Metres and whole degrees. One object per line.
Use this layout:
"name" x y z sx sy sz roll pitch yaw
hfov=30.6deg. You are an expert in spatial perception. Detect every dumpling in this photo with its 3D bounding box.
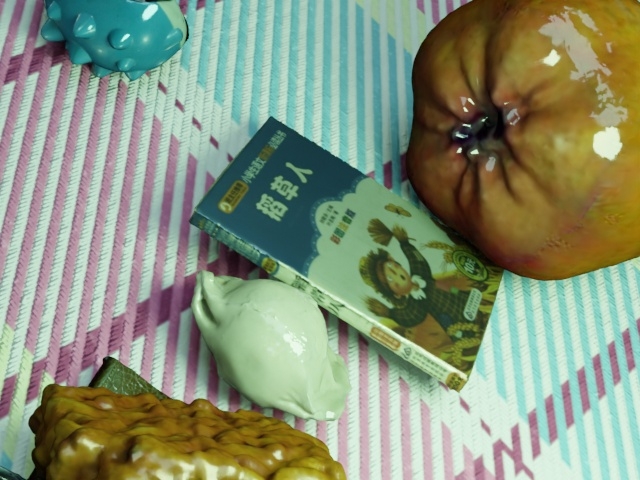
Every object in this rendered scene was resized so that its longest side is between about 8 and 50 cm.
"dumpling" -0.058 0.124 1.508 0.258 0.147 0.193 41 23 3

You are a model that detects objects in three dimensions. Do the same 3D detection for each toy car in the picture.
"toy car" -0.323 -0.347 1.744 0.255 0.188 0.190 40 77 16

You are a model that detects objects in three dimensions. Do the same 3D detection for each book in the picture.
"book" 0.053 0.007 1.650 0.428 0.039 0.300 32 36 -1

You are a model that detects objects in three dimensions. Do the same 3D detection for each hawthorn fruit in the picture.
"hawthorn fruit" 0.371 -0.172 1.727 0.471 0.472 0.472 11 50 -14

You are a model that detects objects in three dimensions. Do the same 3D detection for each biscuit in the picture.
"biscuit" -0.144 0.237 1.241 0.312 0.318 0.111 12 92 -20

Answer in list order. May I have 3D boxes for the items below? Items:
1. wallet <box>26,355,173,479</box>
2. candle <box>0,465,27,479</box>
"wallet" -0.255 0.261 1.379 0.132 0.039 0.243 31 47 -4
"candle" -0.372 0.388 1.112 0.221 0.221 0.343 23 52 -3
